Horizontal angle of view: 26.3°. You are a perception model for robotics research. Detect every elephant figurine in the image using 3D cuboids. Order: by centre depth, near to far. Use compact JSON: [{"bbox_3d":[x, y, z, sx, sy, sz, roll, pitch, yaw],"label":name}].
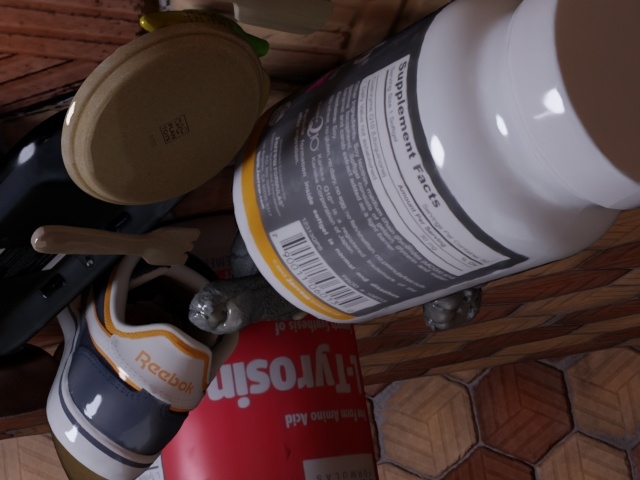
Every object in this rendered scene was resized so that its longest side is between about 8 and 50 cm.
[{"bbox_3d":[0.000,0.000,1.040,0.240,0.169,0.186,-13,154,-11],"label":"elephant figurine"}]

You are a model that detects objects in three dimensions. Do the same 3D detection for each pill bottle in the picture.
[{"bbox_3d":[0.084,-0.053,0.818,0.162,0.162,0.278,0,165,-39],"label":"pill bottle"},{"bbox_3d":[-0.065,0.193,1.276,0.229,0.407,0.229,-9,169,-2],"label":"pill bottle"}]

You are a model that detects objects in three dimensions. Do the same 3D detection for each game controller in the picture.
[{"bbox_3d":[-0.186,-0.004,0.902,0.166,0.067,0.319,-3,152,-46],"label":"game controller"}]

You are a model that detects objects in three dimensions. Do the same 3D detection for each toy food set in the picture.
[{"bbox_3d":[-0.087,-0.072,0.764,0.132,0.038,0.192,5,126,-45],"label":"toy food set"}]

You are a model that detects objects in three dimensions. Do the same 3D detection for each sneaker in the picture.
[{"bbox_3d":[-0.135,0.051,1.067,0.126,0.321,0.127,34,105,-24],"label":"sneaker"}]

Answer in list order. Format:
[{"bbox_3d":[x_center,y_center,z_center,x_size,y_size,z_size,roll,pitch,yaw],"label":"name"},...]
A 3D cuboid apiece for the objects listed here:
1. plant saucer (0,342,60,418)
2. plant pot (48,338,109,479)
[{"bbox_3d":[-0.423,0.147,1.488,0.311,0.050,0.310,0,-176,0],"label":"plant saucer"},{"bbox_3d":[-0.246,0.204,1.723,0.237,0.237,0.254,-10,154,2],"label":"plant pot"}]
